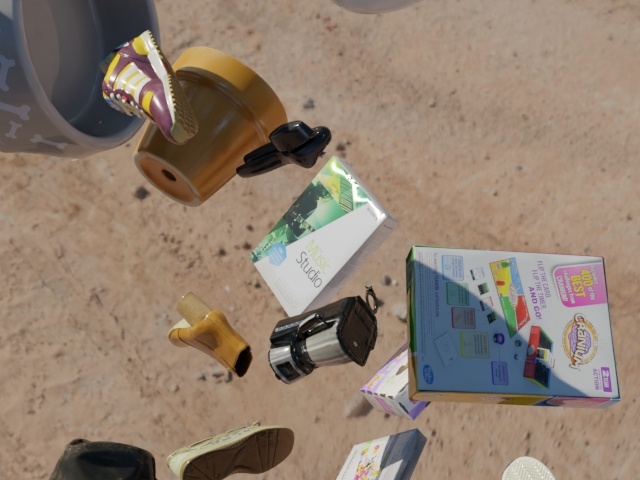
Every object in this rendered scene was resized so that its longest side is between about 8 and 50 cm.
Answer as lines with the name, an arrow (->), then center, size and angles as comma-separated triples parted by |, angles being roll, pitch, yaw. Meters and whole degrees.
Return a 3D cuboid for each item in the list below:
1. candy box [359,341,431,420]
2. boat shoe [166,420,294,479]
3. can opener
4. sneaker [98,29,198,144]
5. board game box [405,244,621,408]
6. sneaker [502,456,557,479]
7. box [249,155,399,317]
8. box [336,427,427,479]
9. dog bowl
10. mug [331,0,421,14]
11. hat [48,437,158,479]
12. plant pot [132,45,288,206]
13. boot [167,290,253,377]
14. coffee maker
candy box -> 0.193, 0.296, 1.846 | 0.165, 0.196, 0.070 | -43, 99, -17
boat shoe -> -0.184, 0.442, 1.825 | 0.285, 0.104, 0.089 | -4, 14, -38
can opener -> -0.054, -0.126, 1.202 | 0.186, 0.073, 0.059 | -15, 29, 53
sneaker -> -0.200, -0.160, 0.980 | 0.084, 0.069, 0.185 | -28, 48, 2
board game box -> 0.297, 0.136, 1.357 | 0.317, 0.064, 0.242 | 4, 66, -5
sneaker -> 0.470, 0.622, 1.764 | 0.131, 0.148, 0.350 | -20, 56, 4
box -> 0.000, 0.000, 1.929 | 0.322, 0.058, 0.232 | -49, 52, 14
box -> 0.111, 0.451, 1.696 | 0.038, 0.186, 0.145 | 48, 46, -13
dog bowl -> -0.327, -0.268, 1.111 | 0.102, 0.348, 0.348 | 1, 54, 22
mug -> 0.088, -0.457, 1.073 | 0.328, 0.276, 0.373 | -7, 72, 24
hat -> -0.373, 0.407, 1.469 | 0.332, 0.331, 0.133 | 6, 82, 9
plant pot -> -0.185, -0.163, 1.342 | 0.205, 0.205, 0.188 | 24, 65, 20
boot -> -0.259, 0.254, 2.059 | 0.211, 0.295, 0.104 | 44, 64, 12
coffee maker -> 0.010, 0.180, 1.600 | 0.178, 0.120, 0.171 | -21, 4, 33
